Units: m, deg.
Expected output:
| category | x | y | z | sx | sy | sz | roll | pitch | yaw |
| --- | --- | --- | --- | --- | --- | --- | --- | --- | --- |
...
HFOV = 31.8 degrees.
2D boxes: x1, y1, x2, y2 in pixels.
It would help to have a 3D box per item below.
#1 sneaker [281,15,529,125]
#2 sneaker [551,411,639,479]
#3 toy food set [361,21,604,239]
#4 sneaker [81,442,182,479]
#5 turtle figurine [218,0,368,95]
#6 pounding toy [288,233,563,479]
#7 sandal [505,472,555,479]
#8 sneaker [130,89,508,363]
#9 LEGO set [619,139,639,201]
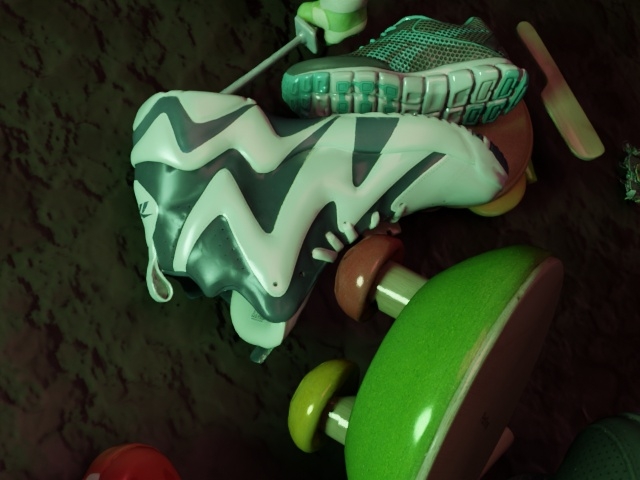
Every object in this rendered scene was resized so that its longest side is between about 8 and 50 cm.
| category | x | y | z | sx | sy | sz | roll | pitch | yaw |
| --- | --- | --- | --- | --- | --- | --- | --- | --- | --- |
| sneaker | 0.052 | -0.115 | 0.754 | 0.166 | 0.065 | 0.076 | -4 | 55 | -16 |
| sneaker | 0.098 | 0.237 | 0.599 | 0.139 | 0.125 | 0.341 | 30 | 74 | -12 |
| toy food set | 0.090 | -0.073 | 0.792 | 0.192 | 0.038 | 0.132 | -20 | 75 | -18 |
| sneaker | -0.048 | 0.204 | 0.563 | 0.087 | 0.128 | 0.221 | -9 | 81 | -47 |
| turtle figurine | -0.006 | -0.239 | 0.769 | 0.266 | 0.275 | 0.198 | -10 | 52 | -47 |
| pounding toy | 0.042 | 0.087 | 0.627 | 0.110 | 0.237 | 0.183 | 27 | 52 | 19 |
| sandal | 0.223 | 0.209 | 0.742 | 0.254 | 0.054 | 0.097 | 18 | 58 | -7 |
| sneaker | 0.000 | 0.000 | 0.684 | 0.234 | 0.094 | 0.153 | 6 | 83 | -22 |
| LEGO set | 0.249 | -0.052 | 0.863 | 0.083 | 0.023 | 0.054 | -17 | 81 | -41 |
